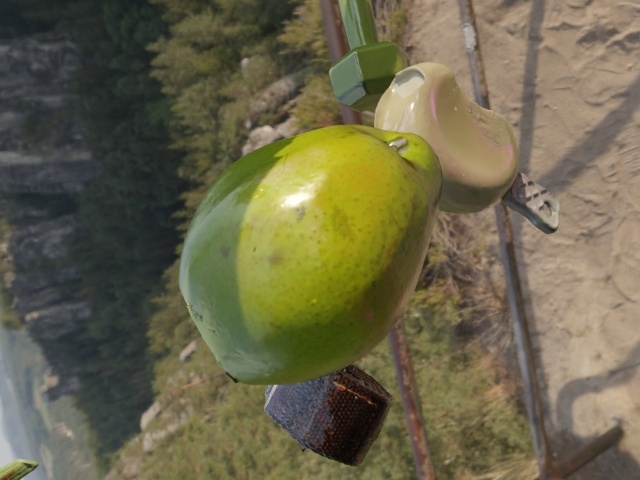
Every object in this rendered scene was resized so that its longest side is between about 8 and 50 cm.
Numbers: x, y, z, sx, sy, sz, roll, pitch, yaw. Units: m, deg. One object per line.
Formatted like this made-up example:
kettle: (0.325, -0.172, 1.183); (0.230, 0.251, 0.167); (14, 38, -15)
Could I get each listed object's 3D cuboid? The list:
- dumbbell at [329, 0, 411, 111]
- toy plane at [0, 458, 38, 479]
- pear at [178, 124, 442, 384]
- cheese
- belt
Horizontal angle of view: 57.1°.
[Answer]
dumbbell: (0.051, -0.344, 0.856); (0.108, 0.121, 0.301); (-14, 87, 24)
toy plane: (-0.169, 0.141, 0.260); (0.040, 0.111, 0.102); (-36, 32, 28)
pear: (0.000, 0.000, 0.452); (0.187, 0.220, 0.187); (50, -173, -9)
cheese: (0.191, -0.092, 0.707); (0.082, 0.286, 0.163); (-24, 46, 52)
belt: (0.003, 0.268, 0.965); (0.164, 0.184, 0.289); (-63, 1, -5)
